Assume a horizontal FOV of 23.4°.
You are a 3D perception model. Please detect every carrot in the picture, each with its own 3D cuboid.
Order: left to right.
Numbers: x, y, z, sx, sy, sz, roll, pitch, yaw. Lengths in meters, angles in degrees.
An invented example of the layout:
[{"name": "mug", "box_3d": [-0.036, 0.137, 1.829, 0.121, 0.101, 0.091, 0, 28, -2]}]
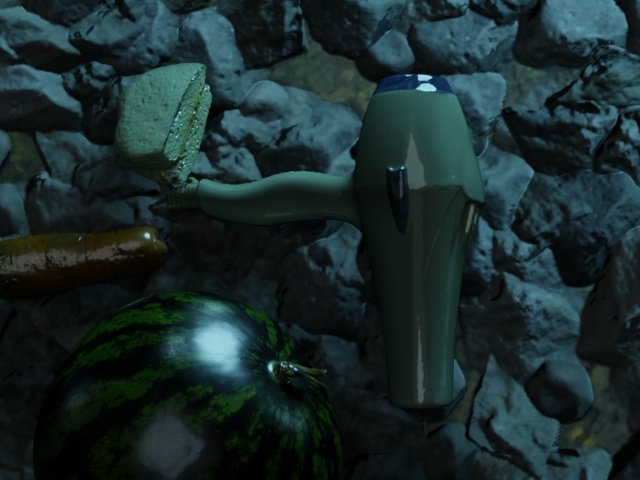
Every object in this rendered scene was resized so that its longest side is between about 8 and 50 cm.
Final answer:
[{"name": "carrot", "box_3d": [-0.235, 0.020, 1.461, 0.186, 0.060, 0.060, -8, 76, 0]}]

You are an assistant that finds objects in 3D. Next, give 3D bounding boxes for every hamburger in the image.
[{"name": "hamburger", "box_3d": [-0.157, -0.116, 1.477, 0.084, 0.054, 0.121, 7, 70, 31]}]

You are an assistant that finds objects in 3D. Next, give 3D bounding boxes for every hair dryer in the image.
[{"name": "hair dryer", "box_3d": [0.029, 0.027, 1.412, 0.298, 0.119, 0.296, -24, 78, 19]}]

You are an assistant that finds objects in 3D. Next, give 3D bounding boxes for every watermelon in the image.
[{"name": "watermelon", "box_3d": [-0.115, 0.174, 1.311, 0.269, 0.269, 0.269, -2, 77, 8]}]
